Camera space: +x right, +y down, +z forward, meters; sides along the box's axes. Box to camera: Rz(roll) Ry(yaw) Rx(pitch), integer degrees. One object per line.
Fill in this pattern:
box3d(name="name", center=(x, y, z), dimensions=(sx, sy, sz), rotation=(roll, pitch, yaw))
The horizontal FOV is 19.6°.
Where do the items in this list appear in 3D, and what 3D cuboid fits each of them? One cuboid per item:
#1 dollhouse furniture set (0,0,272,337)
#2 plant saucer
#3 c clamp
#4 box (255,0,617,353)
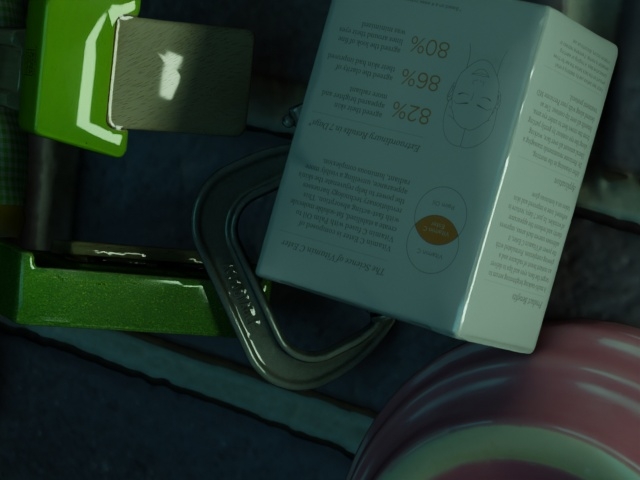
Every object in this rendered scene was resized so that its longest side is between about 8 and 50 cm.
box3d(name="dollhouse furniture set", center=(-0.152, -0.063, 1.161), dimensions=(0.301, 0.151, 0.198), rotation=(17, 102, 63))
box3d(name="plant saucer", center=(0.131, 0.211, 0.986), dimensions=(0.332, 0.084, 0.332), rotation=(6, 100, 36))
box3d(name="c clamp", center=(0.000, 0.000, 1.049), dimensions=(0.022, 0.137, 0.161), rotation=(-159, 50, -74))
box3d(name="box", center=(0.061, -0.041, 0.968), dimensions=(0.130, 0.091, 0.170), rotation=(16, 91, 33))
